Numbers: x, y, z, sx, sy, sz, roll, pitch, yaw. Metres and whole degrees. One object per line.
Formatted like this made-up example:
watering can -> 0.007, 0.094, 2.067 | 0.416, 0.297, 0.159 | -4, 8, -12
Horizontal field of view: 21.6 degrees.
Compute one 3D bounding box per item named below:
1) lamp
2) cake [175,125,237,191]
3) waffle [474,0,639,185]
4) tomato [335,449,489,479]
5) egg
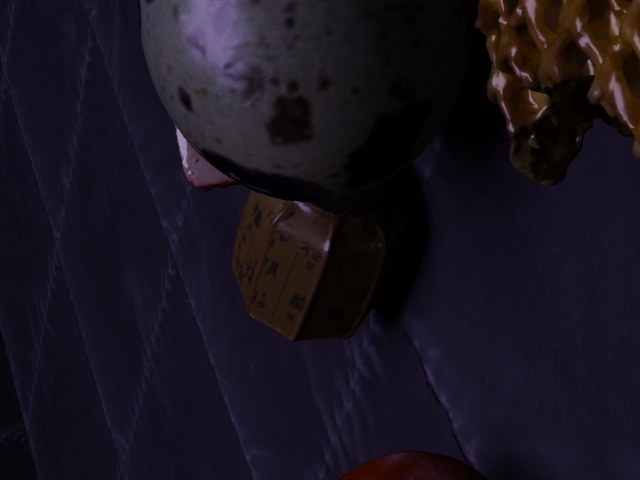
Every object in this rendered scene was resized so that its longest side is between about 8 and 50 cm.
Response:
lamp -> 0.000, 0.000, 1.615 | 0.185, 0.161, 0.161 | 107, 150, -44
cake -> -0.106, -0.132, 1.839 | 0.262, 0.159, 0.158 | 173, 90, -69
waffle -> 0.213, -0.133, 1.045 | 0.324, 0.151, 0.261 | -145, 42, -60
tomato -> 0.063, 0.280, 1.414 | 0.188, 0.232, 0.232 | 39, 145, 6
egg -> -0.013, -0.217, 1.426 | 0.287, 0.287, 0.379 | 146, 121, -65
